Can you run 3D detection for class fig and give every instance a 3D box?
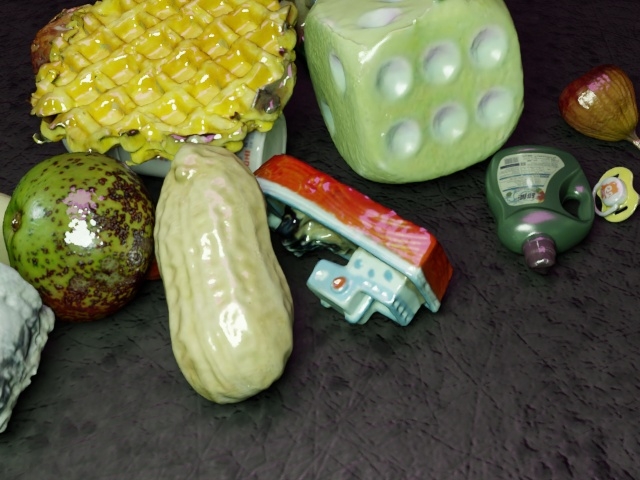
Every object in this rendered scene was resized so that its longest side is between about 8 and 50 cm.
[{"bbox_3d":[0.451,-0.203,1.217,0.119,0.153,0.119,-36,16,12],"label":"fig"}]

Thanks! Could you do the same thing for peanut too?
[{"bbox_3d":[-0.114,0.031,0.900,0.152,0.152,0.313,-13,72,-11],"label":"peanut"}]

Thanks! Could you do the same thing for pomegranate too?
[{"bbox_3d":[-0.267,0.005,0.968,0.248,0.214,0.214,19,30,-35],"label":"pomegranate"}]

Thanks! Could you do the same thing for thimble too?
[{"bbox_3d":[-0.431,0.108,0.825,0.245,0.217,0.157,9,52,1],"label":"thimble"}]

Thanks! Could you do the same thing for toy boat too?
[{"bbox_3d":[0.000,0.000,0.983,0.332,0.145,0.133,32,81,32],"label":"toy boat"}]

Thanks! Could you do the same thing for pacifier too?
[{"bbox_3d":[0.425,-0.059,1.087,0.064,0.068,0.083,17,55,-29],"label":"pacifier"}]

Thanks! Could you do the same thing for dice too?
[{"bbox_3d":[0.128,-0.249,1.123,0.252,0.254,0.250,-22,32,-9],"label":"dice"}]

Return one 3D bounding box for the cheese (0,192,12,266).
[{"bbox_3d":[-0.454,-0.017,0.956,0.071,0.249,0.163,39,72,25],"label":"cheese"}]

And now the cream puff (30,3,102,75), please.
[{"bbox_3d":[-0.363,-0.311,1.311,0.240,0.164,0.240,-7,29,4],"label":"cream puff"}]

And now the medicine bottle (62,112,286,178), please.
[{"bbox_3d":[-0.230,-0.157,1.158,0.341,0.130,0.130,9,44,12],"label":"medicine bottle"}]

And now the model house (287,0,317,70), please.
[{"bbox_3d":[0.082,-0.557,1.420,0.382,0.342,0.334,-16,43,-14],"label":"model house"}]

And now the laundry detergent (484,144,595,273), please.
[{"bbox_3d":[0.303,-0.039,1.043,0.144,0.078,0.221,1,42,3],"label":"laundry detergent"}]

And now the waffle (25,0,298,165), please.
[{"bbox_3d":[-0.215,-0.251,1.094,0.380,0.095,0.382,2,52,7],"label":"waffle"}]
